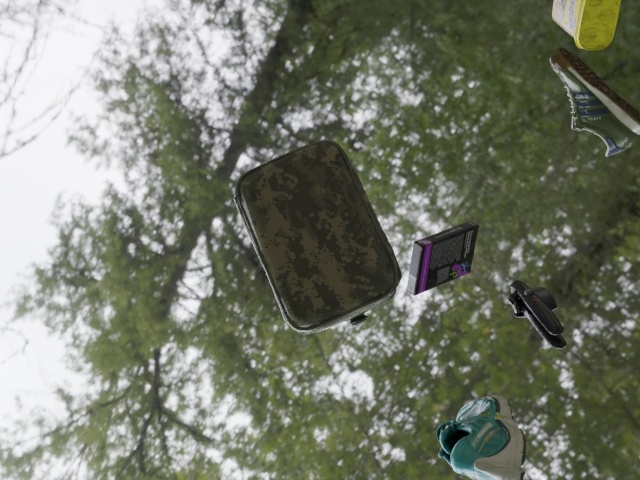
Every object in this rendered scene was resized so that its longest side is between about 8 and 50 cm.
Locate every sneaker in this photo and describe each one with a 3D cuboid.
[{"bbox_3d":[0.222,0.281,1.201,0.109,0.107,0.275,8,179,3],"label":"sneaker"},{"bbox_3d":[0.419,-0.212,1.313,0.192,0.086,0.064,44,-144,7],"label":"sneaker"}]

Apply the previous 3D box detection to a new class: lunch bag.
[{"bbox_3d":[0.000,0.000,1.430,0.256,0.212,0.305,71,175,-81],"label":"lunch bag"}]

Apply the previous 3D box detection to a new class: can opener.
[{"bbox_3d":[0.344,0.111,1.313,0.059,0.073,0.186,63,-174,-18],"label":"can opener"}]

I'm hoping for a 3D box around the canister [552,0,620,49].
[{"bbox_3d":[0.527,-0.467,1.664,0.073,0.126,0.170,-2,-149,-5],"label":"canister"}]

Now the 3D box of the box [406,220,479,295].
[{"bbox_3d":[0.244,0.034,1.651,0.162,0.116,0.029,-17,-143,-33],"label":"box"}]
